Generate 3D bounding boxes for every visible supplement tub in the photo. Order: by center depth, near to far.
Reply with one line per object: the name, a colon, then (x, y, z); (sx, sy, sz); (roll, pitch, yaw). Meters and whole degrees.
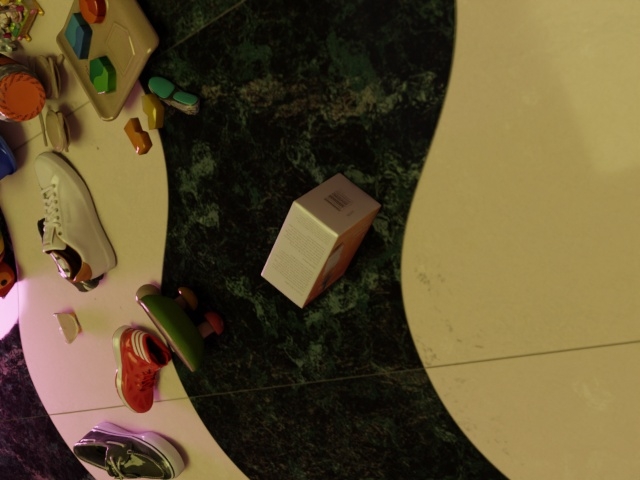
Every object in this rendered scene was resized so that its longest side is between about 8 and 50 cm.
supplement tub: (-0.626, -0.303, 1.513); (0.190, 0.117, 0.117); (30, 131, 44)

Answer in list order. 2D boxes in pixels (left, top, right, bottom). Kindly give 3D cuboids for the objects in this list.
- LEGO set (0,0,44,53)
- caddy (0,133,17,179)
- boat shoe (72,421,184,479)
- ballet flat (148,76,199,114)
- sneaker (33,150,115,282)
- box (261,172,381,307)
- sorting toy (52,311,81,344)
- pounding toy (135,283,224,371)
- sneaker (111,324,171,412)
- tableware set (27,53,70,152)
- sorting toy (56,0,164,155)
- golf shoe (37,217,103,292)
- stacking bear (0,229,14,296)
LEGO set: (-0.607, -0.474, 1.441); (0.132, 0.107, 0.287); (36, 131, 17)
caddy: (-0.830, -0.239, 1.699); (0.341, 0.179, 0.241); (27, 150, 23)
boat shoe: (-0.481, 0.545, 1.891); (0.335, 0.119, 0.121); (0, 114, 38)
ballet flat: (-0.257, -0.250, 1.343); (0.114, 0.041, 0.041); (30, 128, 23)
sneaker: (-0.550, -0.047, 1.621); (0.106, 0.123, 0.290); (-19, 100, 44)
box: (0.000, 0.000, 1.215); (0.091, 0.130, 0.170); (38, 132, 14)
sorting toy: (-0.634, 0.207, 1.882); (0.075, 0.045, 0.083); (1, 115, 45)
pounding toy: (-0.278, 0.157, 1.555); (0.183, 0.110, 0.237); (58, 164, -18)
sneaker: (-0.395, 0.304, 1.718); (0.128, 0.087, 0.221); (8, 119, 36)
tableware set: (-0.534, -0.277, 1.538); (0.128, 0.039, 0.194); (18, 119, 48)
sorting toy: (-0.368, -0.318, 1.354); (0.229, 0.041, 0.307); (-41, 76, 43)
golf shoe: (-0.579, 0.038, 1.721); (0.198, 0.077, 0.094); (52, 134, 5)
stacking bear: (-0.847, 0.018, 1.870); (0.164, 0.175, 0.289); (6, 125, 33)
